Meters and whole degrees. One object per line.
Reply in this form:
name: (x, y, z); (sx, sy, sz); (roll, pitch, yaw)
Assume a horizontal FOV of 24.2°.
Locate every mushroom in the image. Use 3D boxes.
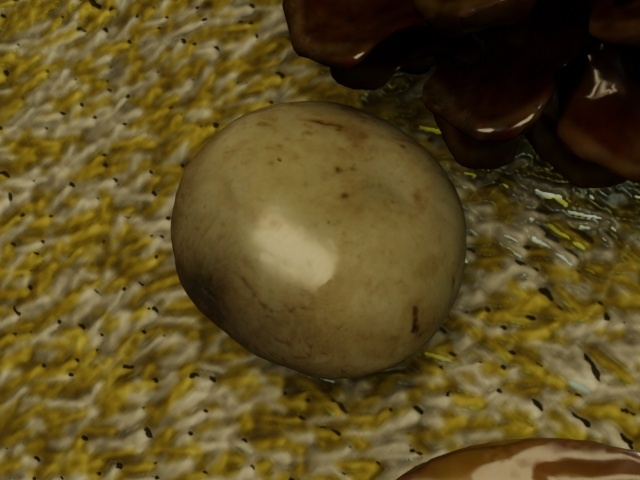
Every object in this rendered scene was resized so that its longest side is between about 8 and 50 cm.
mushroom: (0.000, 0.000, 0.828); (0.166, 0.127, 0.166); (7, 57, -11)

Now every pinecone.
pinecone: (0.136, -0.225, 0.767); (0.398, 0.398, 0.397); (-3, 68, 7)

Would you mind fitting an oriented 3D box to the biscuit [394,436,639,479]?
biscuit: (0.110, 0.243, 0.726); (0.296, 0.102, 0.296); (-3, 71, 10)
